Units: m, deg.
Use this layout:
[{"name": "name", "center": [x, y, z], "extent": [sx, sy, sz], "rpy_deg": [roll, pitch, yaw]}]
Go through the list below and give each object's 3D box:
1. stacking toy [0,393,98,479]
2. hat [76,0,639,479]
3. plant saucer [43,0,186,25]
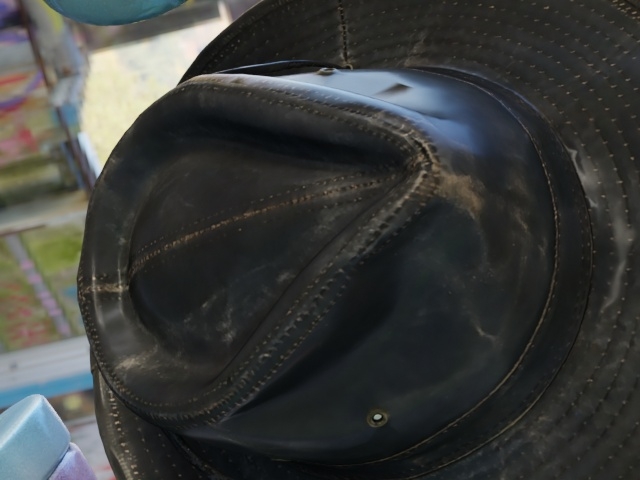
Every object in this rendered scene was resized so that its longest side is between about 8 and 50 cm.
[{"name": "stacking toy", "center": [-0.243, 0.191, 0.675], "extent": [0.130, 0.279, 0.309], "rpy_deg": [48, -25, -10]}, {"name": "hat", "center": [0.000, 0.000, 0.516], "extent": [0.134, 0.331, 0.331], "rpy_deg": [25, 47, -55]}, {"name": "plant saucer", "center": [-0.073, -0.141, 0.501], "extent": [0.021, 0.119, 0.119], "rpy_deg": [37, 37, -60]}]
